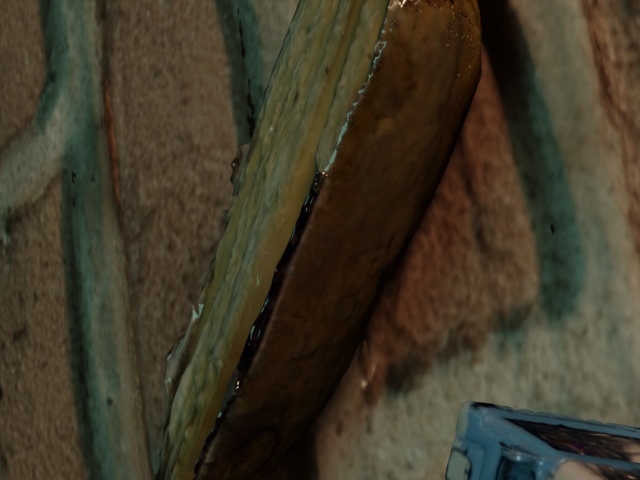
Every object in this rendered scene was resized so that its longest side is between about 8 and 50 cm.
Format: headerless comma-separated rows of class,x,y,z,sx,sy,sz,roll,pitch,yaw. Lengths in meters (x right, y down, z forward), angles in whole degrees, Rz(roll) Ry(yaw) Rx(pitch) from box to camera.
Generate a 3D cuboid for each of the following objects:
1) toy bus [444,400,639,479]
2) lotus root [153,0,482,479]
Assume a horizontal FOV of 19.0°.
toy bus,0.081,0.217,0.696,0.131,0.106,0.297,19,98,65
lotus root,0.000,0.001,0.901,0.167,0.078,0.329,-103,32,-64
